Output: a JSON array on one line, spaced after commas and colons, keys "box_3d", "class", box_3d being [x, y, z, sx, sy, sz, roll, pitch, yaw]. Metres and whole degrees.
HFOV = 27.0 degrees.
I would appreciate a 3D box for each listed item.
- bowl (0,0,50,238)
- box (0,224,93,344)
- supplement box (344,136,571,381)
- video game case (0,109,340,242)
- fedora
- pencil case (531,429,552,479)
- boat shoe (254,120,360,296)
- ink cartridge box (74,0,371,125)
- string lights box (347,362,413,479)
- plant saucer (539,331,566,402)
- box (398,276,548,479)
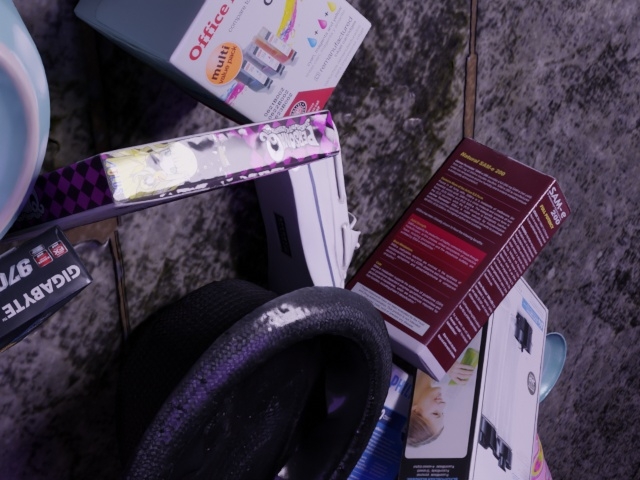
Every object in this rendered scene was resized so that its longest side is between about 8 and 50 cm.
[{"box_3d": [-0.299, -0.077, 0.849, 0.311, 0.163, 0.311, -27, 133, -34], "class": "bowl"}, {"box_3d": [-0.274, 0.075, 0.955, 0.175, 0.220, 0.051, -33, 91, -31], "class": "box"}, {"box_3d": [0.142, 0.017, 1.428, 0.239, 0.130, 0.073, -51, 141, -10], "class": "supplement box"}, {"box_3d": [-0.137, -0.044, 1.009, 0.210, 0.232, 0.042, -15, 92, -41], "class": "video game case"}, {"box_3d": [-0.091, 0.159, 1.236, 0.334, 0.152, 0.334, -26, 137, -28], "class": "fedora"}, {"box_3d": [0.241, 0.316, 1.744, 0.124, 0.124, 0.284, -43, 140, -21], "class": "pencil case"}, {"box_3d": [0.000, 0.000, 1.286, 0.084, 0.095, 0.258, -29, 134, -27], "class": "boat shoe"}, {"box_3d": [-0.075, -0.177, 1.060, 0.176, 0.127, 0.128, 31, 90, -51], "class": "ink cartridge box"}, {"box_3d": [0.020, 0.252, 1.487, 0.259, 0.077, 0.133, -57, 143, -3], "class": "string lights box"}, {"box_3d": [0.282, 0.171, 1.772, 0.119, 0.021, 0.119, -27, 131, -36], "class": "plant saucer"}, {"box_3d": [0.175, 0.175, 1.488, 0.169, 0.087, 0.290, 47, 47, -48], "class": "box"}]
